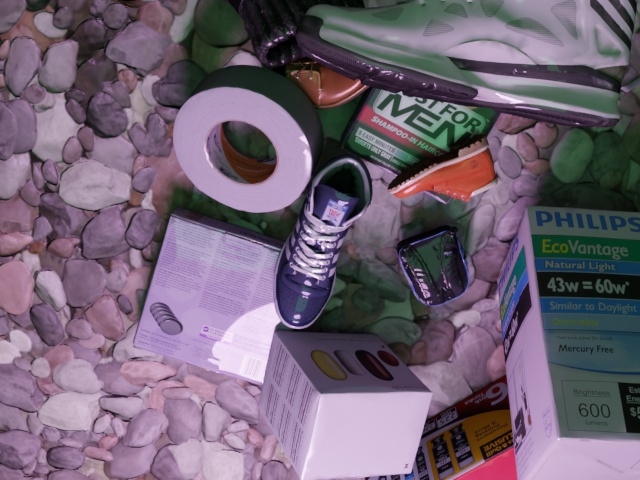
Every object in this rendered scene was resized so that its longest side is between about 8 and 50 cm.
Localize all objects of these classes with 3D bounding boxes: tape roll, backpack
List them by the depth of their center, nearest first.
[{"bbox_3d":[-0.109,-0.150,1.123,0.219,0.072,0.219,10,130,11],"label":"tape roll"},{"bbox_3d":[0.187,0.041,1.209,0.105,0.084,0.114,-21,99,7],"label":"backpack"}]

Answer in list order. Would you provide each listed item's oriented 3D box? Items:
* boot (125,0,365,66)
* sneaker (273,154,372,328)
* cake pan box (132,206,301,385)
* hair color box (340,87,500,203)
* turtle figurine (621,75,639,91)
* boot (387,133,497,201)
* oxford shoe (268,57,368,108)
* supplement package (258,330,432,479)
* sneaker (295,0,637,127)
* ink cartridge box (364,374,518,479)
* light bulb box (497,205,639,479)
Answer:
[{"bbox_3d":[-0.136,-0.354,1.050,0.347,0.131,0.260,-23,89,7],"label":"boot"},{"bbox_3d":[0.000,0.000,1.116,0.099,0.153,0.282,19,87,-5],"label":"sneaker"},{"bbox_3d":[-0.153,0.099,1.244,0.266,0.070,0.246,17,107,-3],"label":"cake pan box"},{"bbox_3d":[0.197,-0.267,1.108,0.185,0.113,0.375,27,104,-6],"label":"hair color box"},{"bbox_3d":[0.580,-0.293,1.053,0.266,0.275,0.198,13,140,-7],"label":"turtle figurine"},{"bbox_3d":[0.178,-0.084,1.074,0.157,0.059,0.085,-23,109,7],"label":"boot"},{"bbox_3d":[-0.010,-0.239,1.097,0.212,0.076,0.076,-12,63,27],"label":"oxford shoe"},{"bbox_3d":[0.033,0.254,1.182,0.194,0.203,0.149,4,108,-25],"label":"supplement package"},{"bbox_3d":[0.201,-0.311,0.975,0.447,0.169,0.258,10,97,-9],"label":"sneaker"},{"bbox_3d":[0.235,0.397,1.213,0.309,0.272,0.130,-33,103,9],"label":"ink cartridge box"},{"bbox_3d":[0.461,0.159,1.068,0.357,0.361,0.225,2,145,1],"label":"light bulb box"}]
